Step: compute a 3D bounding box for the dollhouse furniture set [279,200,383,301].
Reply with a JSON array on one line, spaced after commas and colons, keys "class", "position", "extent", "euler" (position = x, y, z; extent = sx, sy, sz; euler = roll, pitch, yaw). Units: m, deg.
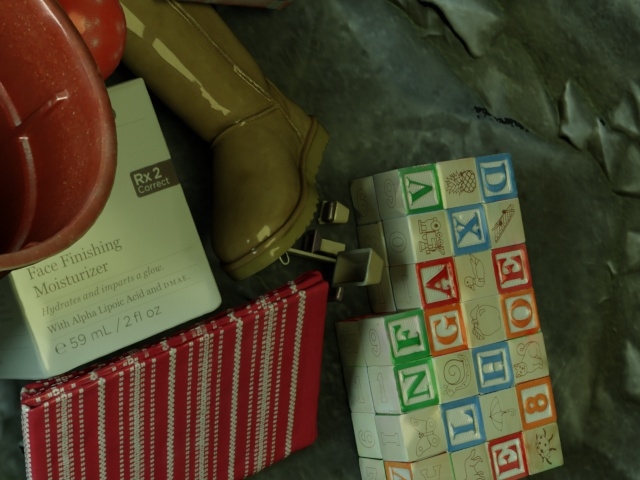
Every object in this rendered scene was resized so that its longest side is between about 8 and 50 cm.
[{"class": "dollhouse furniture set", "position": [0.000, 0.000, 1.127], "extent": [0.081, 0.114, 0.091], "euler": [14, 81, -24]}]

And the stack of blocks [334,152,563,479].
[{"class": "stack of blocks", "position": [0.108, 0.079, 1.196], "extent": [0.171, 0.087, 0.297], "euler": [-10, 90, -31]}]

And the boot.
[{"class": "boot", "position": [-0.116, -0.121, 1.048], "extent": [0.269, 0.089, 0.236], "euler": [47, 25, -20]}]

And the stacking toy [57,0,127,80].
[{"class": "stacking toy", "position": [-0.301, -0.152, 0.900], "extent": [0.330, 0.141, 0.141], "euler": [5, 82, -13]}]

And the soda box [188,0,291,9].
[{"class": "soda box", "position": [-0.074, -0.236, 1.083], "extent": [0.183, 0.058, 0.063], "euler": [-12, 70, -60]}]

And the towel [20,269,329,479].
[{"class": "towel", "position": [-0.109, 0.142, 1.040], "extent": [0.275, 0.031, 0.199], "euler": [-22, 135, -30]}]

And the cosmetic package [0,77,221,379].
[{"class": "cosmetic package", "position": [-0.196, -0.006, 0.988], "extent": [0.151, 0.151, 0.183], "euler": [-23, 97, -30]}]

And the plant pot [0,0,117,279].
[{"class": "plant pot", "position": [-0.308, -0.034, 0.766], "extent": [0.272, 0.265, 0.272], "euler": [31, 39, -29]}]
